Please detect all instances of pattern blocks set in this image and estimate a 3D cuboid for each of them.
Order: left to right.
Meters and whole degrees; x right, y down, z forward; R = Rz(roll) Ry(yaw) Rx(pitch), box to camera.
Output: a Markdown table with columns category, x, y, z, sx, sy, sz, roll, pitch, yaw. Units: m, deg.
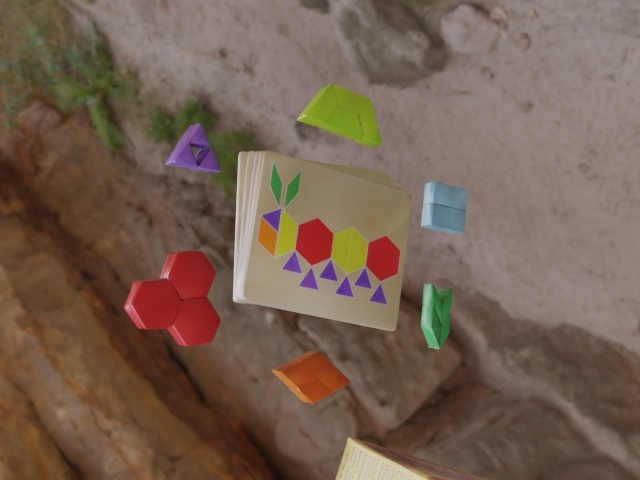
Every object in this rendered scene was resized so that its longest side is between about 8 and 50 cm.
| category | x | y | z | sx | sy | sz | roll | pitch | yaw |
| --- | --- | --- | --- | --- | --- | --- | --- | --- | --- |
| pattern blocks set | 0.000 | 0.000 | 0.861 | 0.324 | 0.286 | 0.026 | 23 | 164 | -30 |

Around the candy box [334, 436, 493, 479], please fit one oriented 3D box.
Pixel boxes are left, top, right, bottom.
| category | x | y | z | sx | sy | sz | roll | pitch | yaw |
| --- | --- | --- | --- | --- | --- | --- | --- | --- | --- |
| candy box | 0.086 | 0.126 | 0.344 | 0.109 | 0.053 | 0.186 | 21 | 174 | -22 |
